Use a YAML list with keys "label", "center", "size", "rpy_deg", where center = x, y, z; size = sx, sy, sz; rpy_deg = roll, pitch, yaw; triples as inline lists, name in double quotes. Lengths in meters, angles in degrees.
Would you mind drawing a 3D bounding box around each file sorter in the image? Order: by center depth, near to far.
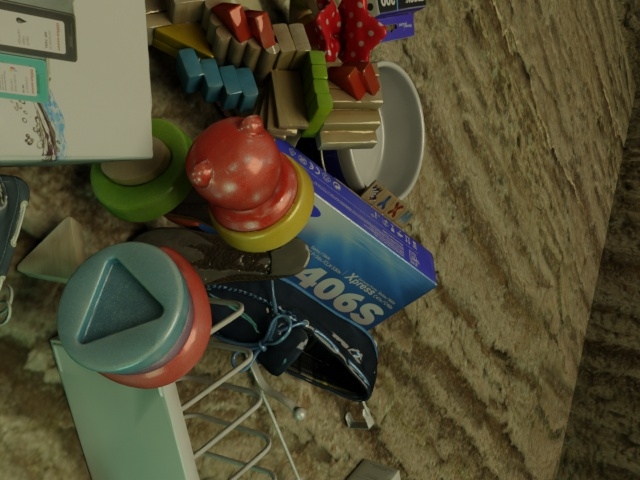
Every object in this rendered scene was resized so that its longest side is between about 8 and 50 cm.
- label: "file sorter"
  center: [-0.184, 0.228, 0.833]
  size: [0.173, 0.193, 0.277]
  rpy_deg: [-29, 116, -51]

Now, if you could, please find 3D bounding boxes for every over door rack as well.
- label: "over door rack"
  center: [0.007, 0.273, 1.148]
  size: [0.239, 0.108, 0.324]
  rpy_deg: [-33, 119, -45]

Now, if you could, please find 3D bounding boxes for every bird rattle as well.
- label: "bird rattle"
  center: [0.006, -0.333, 1.000]
  size: [0.143, 0.253, 0.207]
  rpy_deg: [-28, 156, -18]

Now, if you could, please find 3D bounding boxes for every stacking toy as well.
- label: "stacking toy"
  center: [-0.194, -0.025, 0.676]
  size: [0.309, 0.279, 0.130]
  rpy_deg: [-56, 156, -13]

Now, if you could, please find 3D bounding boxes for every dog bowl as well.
- label: "dog bowl"
  center: [0.088, -0.198, 1.212]
  size: [0.265, 0.104, 0.264]
  rpy_deg: [-6, 97, -52]

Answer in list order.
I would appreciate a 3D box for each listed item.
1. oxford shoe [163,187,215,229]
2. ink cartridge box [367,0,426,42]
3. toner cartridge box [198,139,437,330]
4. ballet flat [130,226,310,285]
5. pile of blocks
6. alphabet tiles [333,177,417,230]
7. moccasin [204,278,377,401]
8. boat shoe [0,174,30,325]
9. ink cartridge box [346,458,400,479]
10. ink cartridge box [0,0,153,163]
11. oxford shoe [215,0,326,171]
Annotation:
- label: "oxford shoe"
  center: [-0.135, -0.065, 0.799]
  size: [0.098, 0.271, 0.097]
  rpy_deg: [39, 60, -46]
- label: "ink cartridge box"
  center: [0.147, -0.514, 1.308]
  size: [0.206, 0.045, 0.208]
  rpy_deg: [-31, 118, -47]
- label: "toner cartridge box"
  center: [0.000, 0.000, 0.973]
  size: [0.348, 0.165, 0.075]
  rpy_deg: [35, 33, -26]
- label: "ballet flat"
  center: [-0.138, 0.022, 0.892]
  size: [0.250, 0.058, 0.084]
  rpy_deg: [-2, 90, -9]
- label: "pile of blocks"
  center: [-0.075, -0.225, 0.824]
  size: [0.362, 0.112, 0.149]
  rpy_deg: [20, 67, -10]
- label: "alphabet tiles"
  center: [0.051, -0.022, 1.160]
  size: [0.198, 0.009, 0.237]
  rpy_deg: [-46, 141, 11]
- label: "moccasin"
  center: [-0.045, 0.140, 0.955]
  size: [0.342, 0.137, 0.117]
  rpy_deg: [23, 36, -21]
- label: "boat shoe"
  center: [-0.362, 0.049, 0.646]
  size: [0.079, 0.095, 0.254]
  rpy_deg: [-2, 112, -68]
- label: "ink cartridge box"
  center: [0.079, 0.568, 1.278]
  size: [0.212, 0.093, 0.154]
  rpy_deg: [-30, 117, -45]
- label: "ink cartridge box"
  center: [-0.328, -0.168, 0.604]
  size: [0.270, 0.198, 0.197]
  rpy_deg: [-9, 99, -52]
- label: "oxford shoe"
  center: [-0.066, -0.212, 0.977]
  size: [0.140, 0.146, 0.397]
  rpy_deg: [-42, 125, -42]
